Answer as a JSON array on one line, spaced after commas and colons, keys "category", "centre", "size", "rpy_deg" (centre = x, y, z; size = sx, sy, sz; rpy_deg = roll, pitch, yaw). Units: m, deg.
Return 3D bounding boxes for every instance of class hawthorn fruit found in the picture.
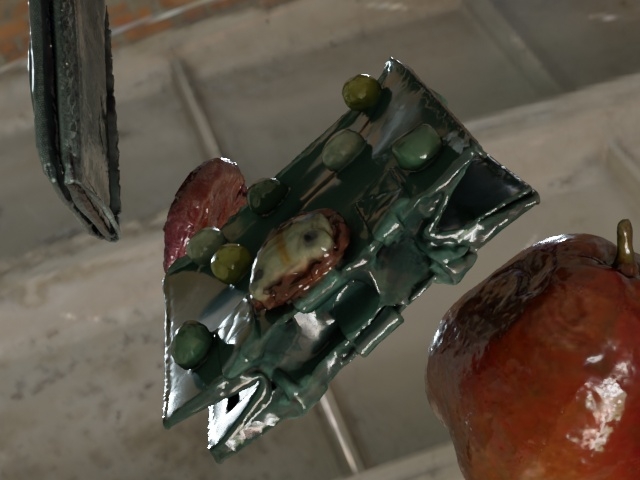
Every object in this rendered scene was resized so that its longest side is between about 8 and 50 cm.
[{"category": "hawthorn fruit", "centre": [0.204, 0.098, 1.026], "size": [0.224, 0.261, 0.224], "rpy_deg": [12, -140, -11]}]

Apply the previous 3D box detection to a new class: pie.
[{"category": "pie", "centre": [-0.107, -0.009, 1.252], "size": [0.036, 0.154, 0.154], "rpy_deg": [15, -129, 19]}]

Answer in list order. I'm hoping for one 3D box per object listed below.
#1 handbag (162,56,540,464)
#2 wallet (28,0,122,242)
[{"category": "handbag", "centre": [-0.003, -0.004, 0.888], "size": [0.268, 0.100, 0.274], "rpy_deg": [-40, -165, 8]}, {"category": "wallet", "centre": [-0.280, -0.186, 1.451], "size": [0.075, 0.237, 0.342], "rpy_deg": [-8, -105, 3]}]
